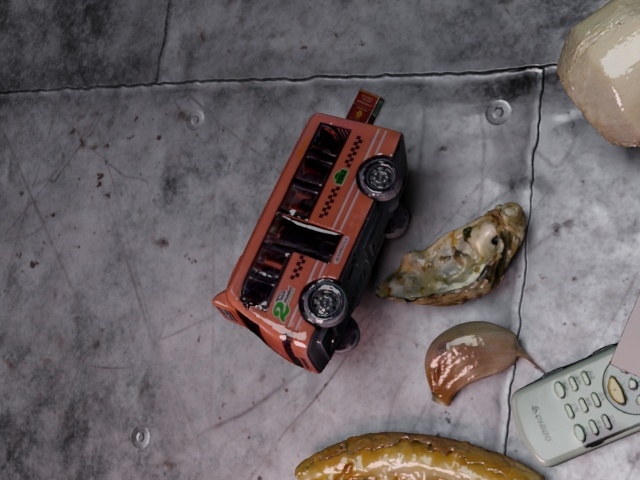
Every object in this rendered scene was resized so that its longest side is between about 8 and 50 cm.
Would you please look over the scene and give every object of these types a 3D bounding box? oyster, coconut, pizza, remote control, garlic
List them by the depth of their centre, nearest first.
[{"bbox_3d":[0.516,-0.280,1.372,0.247,0.245,0.245,-36,63,24],"label":"coconut"},{"bbox_3d":[0.449,0.247,1.388,0.296,0.056,0.140,-29,64,19],"label":"remote control"},{"bbox_3d":[0.271,0.200,1.493,0.198,0.090,0.129,-21,84,16],"label":"garlic"},{"bbox_3d":[0.120,0.475,1.502,0.392,0.080,0.435,36,93,32],"label":"pizza"},{"bbox_3d":[0.232,0.042,1.552,0.294,0.094,0.166,-19,53,36],"label":"oyster"}]

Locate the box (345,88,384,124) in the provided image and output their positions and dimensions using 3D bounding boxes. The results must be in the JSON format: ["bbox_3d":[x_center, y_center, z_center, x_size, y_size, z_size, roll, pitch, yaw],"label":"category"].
[{"bbox_3d":[0.084,-0.252,1.729,0.051,0.023,0.082,27,92,32],"label":"box"}]

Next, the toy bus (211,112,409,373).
[{"bbox_3d":[0.000,0.000,1.544,0.233,0.203,0.427,20,72,17],"label":"toy bus"}]

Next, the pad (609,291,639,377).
[{"bbox_3d":[0.585,0.090,1.313,0.202,0.005,0.300,24,92,30],"label":"pad"}]
